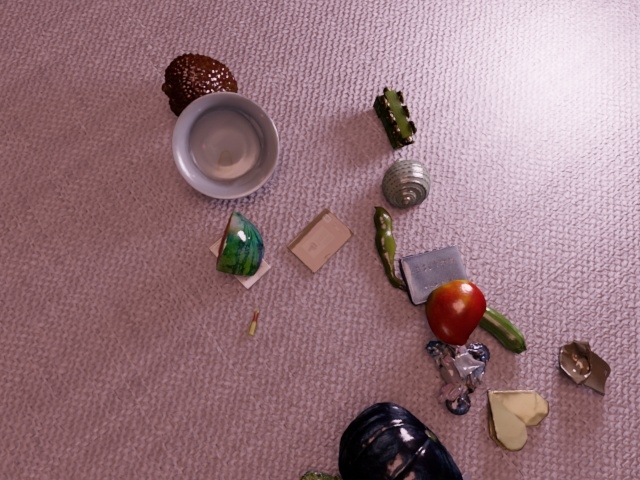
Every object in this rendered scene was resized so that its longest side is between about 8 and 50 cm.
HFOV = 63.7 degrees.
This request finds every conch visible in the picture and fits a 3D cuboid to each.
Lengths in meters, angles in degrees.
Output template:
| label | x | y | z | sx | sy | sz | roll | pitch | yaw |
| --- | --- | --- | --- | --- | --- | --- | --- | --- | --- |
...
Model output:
| label | x | y | z | sx | sy | sz | roll | pitch | yaw |
| --- | --- | --- | --- | --- | --- | --- | --- | --- | --- |
| conch | 0.296 | -0.211 | 1.764 | 0.172 | 0.131 | 0.200 | -1 | 75 | 0 |

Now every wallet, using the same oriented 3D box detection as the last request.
| label | x | y | z | sx | sy | sz | roll | pitch | yaw |
| --- | --- | --- | --- | --- | --- | --- | --- | --- | --- |
| wallet | 0.377 | 0.113 | 1.703 | 0.222 | 0.036 | 0.167 | -14 | 81 | -10 |

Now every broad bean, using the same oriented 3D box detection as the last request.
| label | x | y | z | sx | sy | sz | roll | pitch | yaw |
| --- | --- | --- | --- | --- | --- | --- | --- | --- | --- |
| broad bean | 0.236 | 0.031 | 1.738 | 0.098 | 0.056 | 0.318 | -18 | 83 | -24 |

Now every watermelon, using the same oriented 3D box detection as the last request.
| label | x | y | z | sx | sy | sz | roll | pitch | yaw |
| --- | --- | --- | --- | --- | --- | --- | --- | --- | --- |
| watermelon | -0.249 | 0.015 | 1.688 | 0.146 | 0.128 | 0.231 | 20 | 72 | -15 |

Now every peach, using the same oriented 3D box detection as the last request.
| label | x | y | z | sx | sy | sz | roll | pitch | yaw |
| --- | --- | --- | --- | --- | --- | --- | --- | --- | --- |
| peach | 0.423 | 0.222 | 1.592 | 0.190 | 0.190 | 0.192 | -20 | 84 | -6 |

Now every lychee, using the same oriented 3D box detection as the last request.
| label | x | y | z | sx | sy | sz | roll | pitch | yaw |
| --- | --- | --- | --- | --- | --- | --- | --- | --- | --- |
| lychee | -0.424 | -0.535 | 1.812 | 0.271 | 0.236 | 0.236 | -6 | 72 | -28 |

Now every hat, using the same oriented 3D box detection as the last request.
| label | x | y | z | sx | sy | sz | roll | pitch | yaw |
| --- | --- | --- | --- | --- | --- | --- | --- | --- | --- |
| hat | 0.830 | 0.417 | 1.626 | 0.175 | 0.085 | 0.147 | 39 | 65 | -13 |

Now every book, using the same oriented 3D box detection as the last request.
| label | x | y | z | sx | sy | sz | roll | pitch | yaw |
| --- | --- | --- | --- | --- | --- | --- | --- | --- | --- |
| book | 0.000 | 0.000 | 1.760 | 0.138 | 0.016 | 0.199 | 44 | 78 | 11 |

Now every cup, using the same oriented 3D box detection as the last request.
| label | x | y | z | sx | sy | sz | roll | pitch | yaw |
| --- | --- | --- | --- | --- | --- | --- | --- | --- | --- |
| cup | -0.323 | -0.319 | 1.746 | 0.347 | 0.163 | 0.347 | -3 | 101 | -13 |

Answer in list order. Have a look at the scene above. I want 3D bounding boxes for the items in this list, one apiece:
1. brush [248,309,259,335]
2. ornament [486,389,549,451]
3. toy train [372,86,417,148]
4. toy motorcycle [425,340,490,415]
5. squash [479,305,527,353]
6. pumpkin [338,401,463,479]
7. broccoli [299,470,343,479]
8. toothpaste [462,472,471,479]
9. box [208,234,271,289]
| label | x | y | z | sx | sy | sz | roll | pitch | yaw |
| --- | --- | --- | --- | --- | --- | --- | --- | --- | --- |
| brush | -0.216 | 0.267 | 1.678 | 0.019 | 0.021 | 0.083 | 12 | 80 | 5 |
| ornament | 0.588 | 0.529 | 1.593 | 0.180 | 0.059 | 0.201 | 44 | 75 | 12 |
| toy train | 0.265 | -0.427 | 1.827 | 0.090 | 0.137 | 0.225 | -17 | 78 | -9 |
| toy motorcycle | 0.404 | 0.397 | 1.606 | 0.204 | 0.108 | 0.239 | 30 | 50 | 4 |
| squash | 0.572 | 0.279 | 1.655 | 0.219 | 0.068 | 0.077 | 43 | 95 | 10 |
| pumpkin | 0.216 | 0.627 | 1.402 | 0.266 | 0.363 | 0.363 | -41 | 78 | 1 |
| broccoli | 0.023 | 0.753 | 1.452 | 0.194 | 0.194 | 0.219 | -42 | 85 | -11 |
| toothpaste | 0.296 | 0.815 | 1.498 | 0.371 | 0.080 | 0.125 | -20 | 82 | -9 |
| box | -0.271 | 0.061 | 1.735 | 0.109 | 0.029 | 0.198 | -43 | 80 | -12 |
